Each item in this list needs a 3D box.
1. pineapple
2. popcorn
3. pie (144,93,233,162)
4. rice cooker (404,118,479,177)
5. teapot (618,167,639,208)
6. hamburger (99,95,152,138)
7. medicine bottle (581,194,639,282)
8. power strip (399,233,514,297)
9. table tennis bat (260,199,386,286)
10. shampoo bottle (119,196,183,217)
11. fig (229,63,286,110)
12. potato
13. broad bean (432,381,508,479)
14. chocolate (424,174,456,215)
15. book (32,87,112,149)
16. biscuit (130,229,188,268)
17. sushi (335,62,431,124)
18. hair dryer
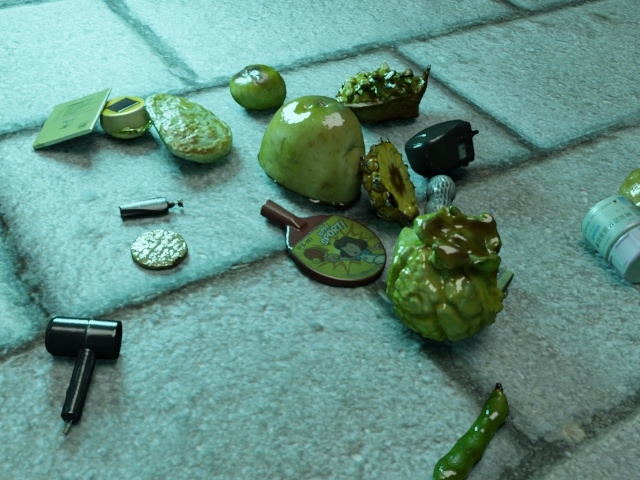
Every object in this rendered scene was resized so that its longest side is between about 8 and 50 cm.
[{"bbox_3d":[0.151,-0.127,1.678,0.076,0.225,0.225,-23,33,27],"label":"pineapple"},{"bbox_3d":[0.241,0.060,1.423,0.224,0.257,0.270,3,4,11],"label":"popcorn"},{"bbox_3d":[-0.322,-0.268,1.809,0.201,0.090,0.248,-2,43,-35],"label":"pie"},{"bbox_3d":[0.300,-0.228,1.821,0.203,0.118,0.142,-24,13,-33],"label":"rice cooker"},{"bbox_3d":[0.822,-0.101,1.740,0.203,0.167,0.311,6,42,-2],"label":"teapot"},{"bbox_3d":[-0.479,-0.300,1.832,0.141,0.081,0.126,10,39,22],"label":"hamburger"},{"bbox_3d":[0.678,-0.005,1.637,0.135,0.135,0.168,-11,46,-20],"label":"medicine bottle"},{"bbox_3d":[0.285,0.046,1.593,0.268,0.034,0.092,28,46,22],"label":"power strip"},{"bbox_3d":[0.000,0.000,1.606,0.310,0.038,0.200,31,46,19],"label":"table tennis bat"},{"bbox_3d":[-0.373,-0.074,1.633,0.137,0.027,0.048,-10,51,-18],"label":"shampoo bottle"},{"bbox_3d":[-0.166,-0.408,1.968,0.153,0.120,0.136,14,47,6],"label":"fig"},{"bbox_3d":[-0.009,-0.227,1.726,0.242,0.242,0.285,-20,46,-28],"label":"potato"},{"bbox_3d":[0.263,0.337,1.255,0.052,0.052,0.256,-8,24,45],"label":"broad bean"},{"bbox_3d":[0.279,-0.093,1.720,0.072,0.072,0.167,11,41,4],"label":"chocolate"},{"bbox_3d":[-0.605,-0.301,1.808,0.168,0.013,0.192,-14,40,16],"label":"book"},{"bbox_3d":[-0.337,0.018,1.546,0.120,0.015,0.120,4,42,-3],"label":"biscuit"},{"bbox_3d":[0.173,-0.400,1.971,0.296,0.179,0.167,-4,37,-14],"label":"sushi"},{"bbox_3d":[-0.421,0.229,1.271,0.124,0.071,0.219,2,50,-3],"label":"hair dryer"}]
